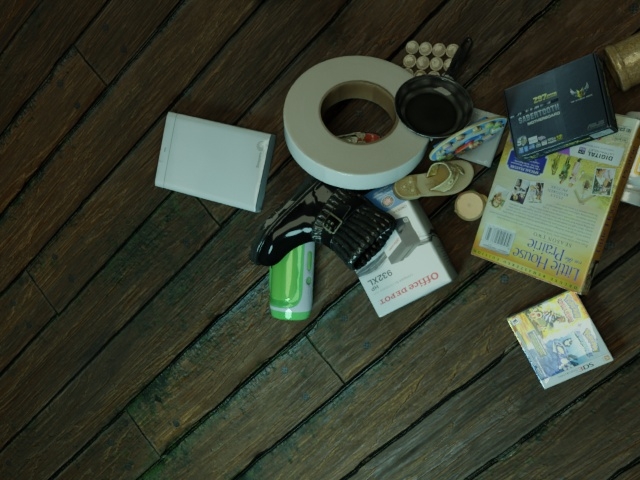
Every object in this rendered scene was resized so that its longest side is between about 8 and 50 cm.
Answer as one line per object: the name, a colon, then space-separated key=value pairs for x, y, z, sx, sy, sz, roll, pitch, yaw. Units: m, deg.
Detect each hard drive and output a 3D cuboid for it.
hard drive: x=0.423 y=-0.269 z=1.717 sx=0.094 sy=0.022 sz=0.135 roll=21 pitch=100 yaw=17
hard drive: x=-0.321 y=-0.239 z=1.971 sx=0.353 sy=0.047 sz=0.233 roll=15 pitch=98 yaw=18

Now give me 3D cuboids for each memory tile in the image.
memory tile: x=0.293 y=-0.474 z=1.757 sx=0.148 sy=0.012 sz=0.113 roll=11 pitch=97 yaw=18

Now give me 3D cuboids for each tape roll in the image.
tape roll: x=0.098 y=-0.310 z=1.692 sx=0.392 sy=0.072 sz=0.392 roll=0 pitch=62 yaw=-1

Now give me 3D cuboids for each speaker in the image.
speaker: x=-0.079 y=0.070 z=1.861 sx=0.131 sy=0.131 sz=0.297 roll=5 pitch=95 yaw=19

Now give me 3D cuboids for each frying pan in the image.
frying pan: x=0.286 y=-0.388 z=1.668 sx=0.197 sy=0.053 sz=0.326 roll=5 pitch=63 yaw=1

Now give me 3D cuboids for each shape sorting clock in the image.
shape sorting clock: x=0.364 y=-0.248 z=1.616 sx=0.206 sy=0.206 sz=0.040 roll=-28 pitch=83 yaw=19

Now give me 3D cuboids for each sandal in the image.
sandal: x=0.304 y=-0.160 z=1.668 sx=0.240 sy=0.079 sz=0.088 roll=-16 pitch=80 yaw=-17

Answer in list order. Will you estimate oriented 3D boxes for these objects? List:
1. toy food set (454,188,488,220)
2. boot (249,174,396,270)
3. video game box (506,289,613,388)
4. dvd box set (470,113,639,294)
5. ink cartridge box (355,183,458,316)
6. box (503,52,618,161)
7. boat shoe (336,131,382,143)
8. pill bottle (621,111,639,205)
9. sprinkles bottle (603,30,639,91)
toy food set: x=0.396 y=-0.094 z=1.738 sx=0.082 sy=0.020 sz=0.083 roll=29 pitch=103 yaw=16
boot: x=-0.001 y=-0.001 z=1.689 sx=0.260 sy=0.131 sz=0.348 roll=45 pitch=104 yaw=15
video game box: x=0.608 y=0.248 z=1.669 sx=0.187 sy=0.048 sz=0.205 roll=-30 pitch=83 yaw=16
dvd box set: x=0.567 y=-0.115 z=1.596 sx=0.307 sy=0.062 sz=0.420 roll=22 pitch=101 yaw=41
ink cartridge box: x=0.195 y=0.018 z=1.757 sx=0.223 sy=0.129 sz=0.307 roll=-29 pitch=83 yaw=18
box: x=0.559 y=-0.307 z=1.541 sx=0.232 sy=0.059 sz=0.183 roll=-16 pitch=74 yaw=40
boat shoe: x=0.103 y=-0.278 z=1.820 sx=0.137 sy=0.043 sz=0.049 roll=1 pitch=91 yaw=18
pill bottle: x=0.752 y=-0.191 z=1.554 sx=0.117 sy=0.117 sz=0.208 roll=17 pitch=98 yaw=18
sprinkles bottle: x=0.846 y=-0.472 z=1.503 sx=0.355 sy=0.121 sz=0.121 roll=-25 pitch=85 yaw=19
